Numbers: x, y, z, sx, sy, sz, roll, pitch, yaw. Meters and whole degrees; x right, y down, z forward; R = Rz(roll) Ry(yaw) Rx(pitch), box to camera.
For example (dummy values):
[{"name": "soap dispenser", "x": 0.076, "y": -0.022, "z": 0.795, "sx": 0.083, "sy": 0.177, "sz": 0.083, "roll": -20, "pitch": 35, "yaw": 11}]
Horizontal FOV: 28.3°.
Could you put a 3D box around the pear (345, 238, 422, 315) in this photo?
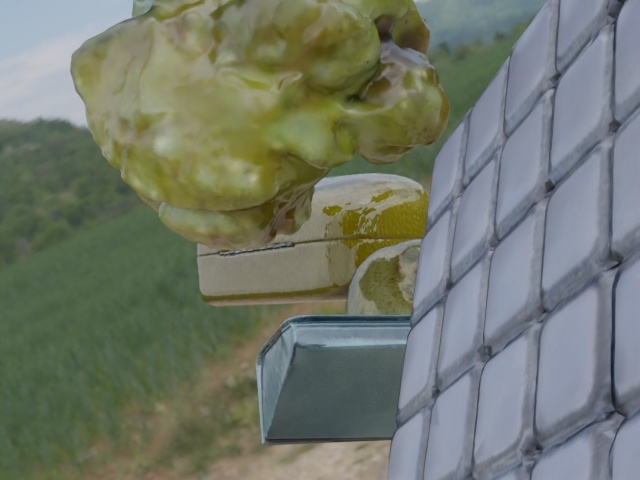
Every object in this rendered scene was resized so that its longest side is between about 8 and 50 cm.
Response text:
[{"name": "pear", "x": 0.103, "y": 0.073, "z": 1.030, "sx": 0.167, "sy": 0.136, "sz": 0.167, "roll": -10, "pitch": 42, "yaw": 9}]

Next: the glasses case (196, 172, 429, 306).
[{"name": "glasses case", "x": 0.000, "y": 0.000, "z": 1.422, "sx": 0.173, "sy": 0.141, "sz": 0.371, "roll": 0, "pitch": -3, "yaw": -31}]

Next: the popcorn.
[{"name": "popcorn", "x": -0.040, "y": -0.124, "z": 0.985, "sx": 0.277, "sy": 0.276, "sz": 0.225, "roll": -22, "pitch": -26, "yaw": 18}]

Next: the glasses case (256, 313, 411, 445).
[{"name": "glasses case", "x": 0.095, "y": 0.081, "z": 0.847, "sx": 0.266, "sy": 0.056, "sz": 0.105, "roll": 1, "pitch": -46, "yaw": -18}]

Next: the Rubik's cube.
[{"name": "Rubik's cube", "x": 0.170, "y": 0.042, "z": 0.439, "sx": 0.237, "sy": 0.238, "sz": 0.237, "roll": 15, "pitch": -28, "yaw": -10}]
